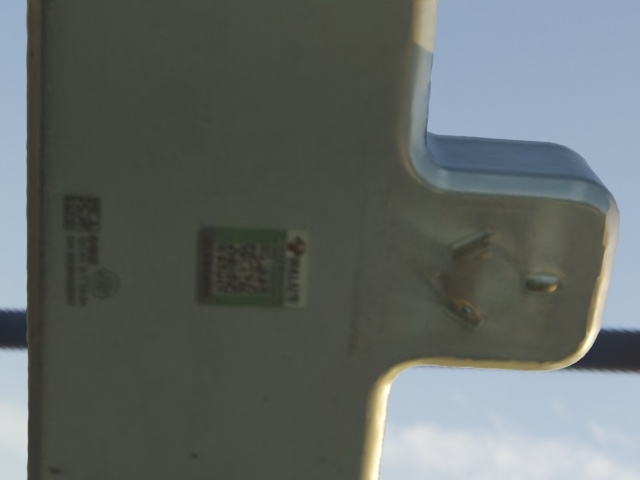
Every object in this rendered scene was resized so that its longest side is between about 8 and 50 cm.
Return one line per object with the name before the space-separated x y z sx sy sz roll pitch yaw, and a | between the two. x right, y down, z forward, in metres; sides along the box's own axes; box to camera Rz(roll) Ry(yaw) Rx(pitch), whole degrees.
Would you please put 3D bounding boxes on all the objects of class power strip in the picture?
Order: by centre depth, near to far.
power strip | 0.000 0.000 0.411 0.194 0.264 0.059 4 20 -5
